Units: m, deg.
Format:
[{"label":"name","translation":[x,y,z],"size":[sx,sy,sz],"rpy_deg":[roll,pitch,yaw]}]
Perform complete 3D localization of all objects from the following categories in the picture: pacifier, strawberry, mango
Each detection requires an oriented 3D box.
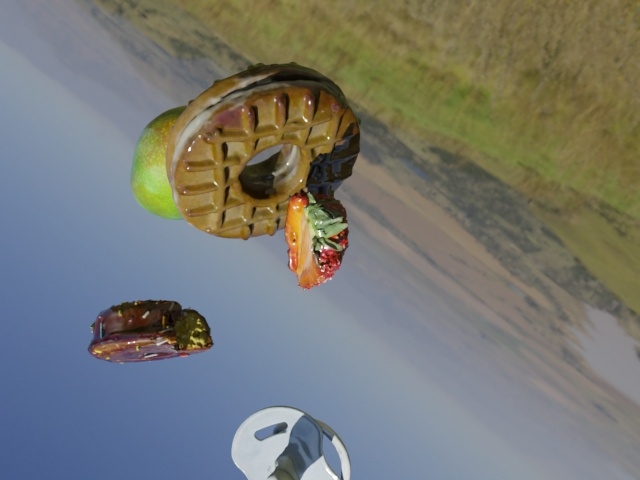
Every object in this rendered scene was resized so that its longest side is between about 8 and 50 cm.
[{"label":"pacifier","translation":[-0.059,0.475,1.750],"size":[0.207,0.227,0.279],"rpy_deg":[-54,-57,-80]},{"label":"strawberry","translation":[0.001,-0.002,1.344],"size":[0.140,0.085,0.192],"rpy_deg":[-140,40,-57]},{"label":"mango","translation":[-0.306,-0.160,1.888],"size":[0.225,0.201,0.382],"rpy_deg":[27,149,-25]}]

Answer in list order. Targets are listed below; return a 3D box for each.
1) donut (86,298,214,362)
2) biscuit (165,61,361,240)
[{"label":"donut","translation":[-0.320,0.170,1.622],"size":[0.230,0.216,0.096],"rpy_deg":[16,-115,-57]},{"label":"biscuit","translation":[-0.091,-0.135,1.389],"size":[0.332,0.332,0.103],"rpy_deg":[40,-165,-53]}]
